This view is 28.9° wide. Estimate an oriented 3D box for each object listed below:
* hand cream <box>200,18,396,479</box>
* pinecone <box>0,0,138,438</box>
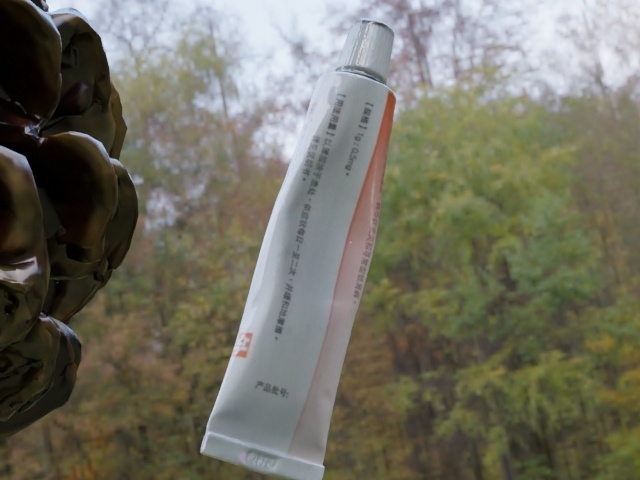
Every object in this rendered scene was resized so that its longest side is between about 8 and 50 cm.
[{"bbox_3d":[0.002,0.000,0.566,0.052,0.216,0.038,14,-14,5],"label":"hand cream"},{"bbox_3d":[-0.178,-0.014,0.449,0.243,0.257,0.243,-21,-44,-21],"label":"pinecone"}]
